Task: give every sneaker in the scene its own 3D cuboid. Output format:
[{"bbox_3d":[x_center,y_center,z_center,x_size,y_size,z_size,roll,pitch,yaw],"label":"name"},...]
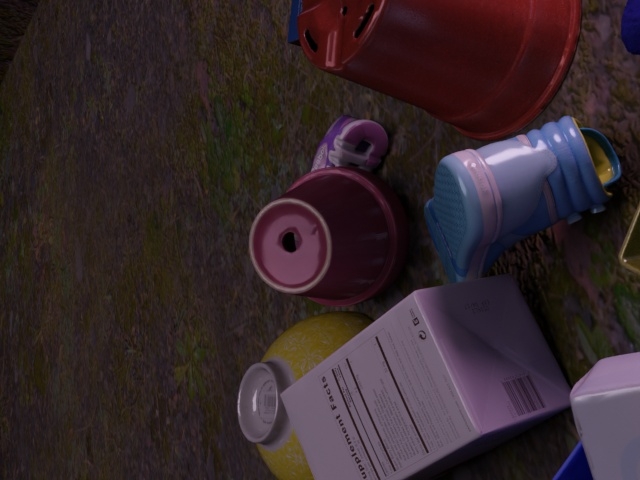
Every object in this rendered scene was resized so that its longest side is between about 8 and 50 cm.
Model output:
[{"bbox_3d":[0.238,-0.039,1.175,0.319,0.208,0.127,88,161,-77],"label":"sneaker"},{"bbox_3d":[0.017,-0.094,1.545,0.236,0.095,0.104,-62,31,19],"label":"sneaker"}]

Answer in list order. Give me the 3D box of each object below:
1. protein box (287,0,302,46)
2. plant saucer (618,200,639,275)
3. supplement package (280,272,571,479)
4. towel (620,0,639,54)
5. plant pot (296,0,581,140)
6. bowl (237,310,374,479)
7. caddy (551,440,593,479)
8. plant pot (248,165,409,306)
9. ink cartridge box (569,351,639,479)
[{"bbox_3d":[0.068,-0.391,1.488,0.201,0.135,0.200,-1,81,57],"label":"protein box"},{"bbox_3d":[0.402,-0.027,0.975,0.188,0.045,0.188,36,113,53],"label":"plant saucer"},{"bbox_3d":[0.120,0.191,1.204,0.293,0.177,0.175,-43,64,44],"label":"supplement package"},{"bbox_3d":[0.446,-0.273,0.953,0.308,0.076,0.228,22,94,57],"label":"towel"},{"bbox_3d":[0.131,-0.281,1.248,0.272,0.265,0.273,-19,67,54],"label":"plant pot"},{"bbox_3d":[-0.027,0.241,1.464,0.289,0.156,0.290,-18,68,53],"label":"bowl"},{"bbox_3d":[0.327,0.264,0.897,0.241,0.179,0.341,54,126,47],"label":"caddy"},{"bbox_3d":[0.000,0.000,1.390,0.201,0.180,0.201,3,97,28],"label":"plant pot"},{"bbox_3d":[0.398,0.205,0.668,0.384,0.091,0.308,-15,96,33],"label":"ink cartridge box"}]
